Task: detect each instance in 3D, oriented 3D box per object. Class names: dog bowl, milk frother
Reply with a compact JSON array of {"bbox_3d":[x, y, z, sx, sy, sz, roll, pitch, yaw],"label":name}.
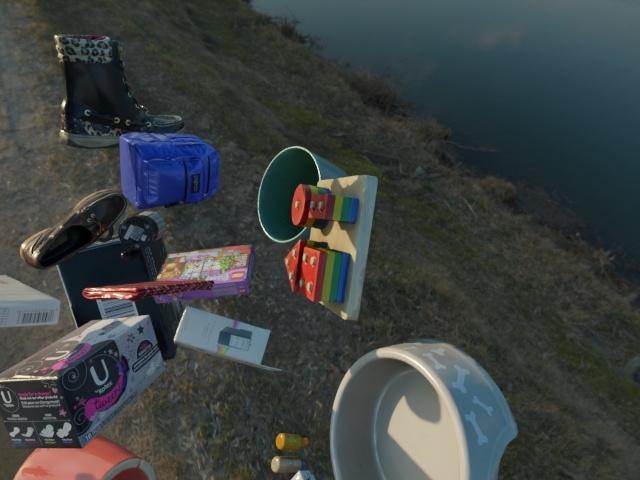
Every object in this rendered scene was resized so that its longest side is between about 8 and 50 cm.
[{"bbox_3d":[0.143,0.336,0.689,0.102,0.348,0.348,14,38,-32],"label":"dog bowl"},{"bbox_3d":[-0.485,-0.034,1.058,0.129,0.135,0.143,-44,102,0],"label":"milk frother"}]

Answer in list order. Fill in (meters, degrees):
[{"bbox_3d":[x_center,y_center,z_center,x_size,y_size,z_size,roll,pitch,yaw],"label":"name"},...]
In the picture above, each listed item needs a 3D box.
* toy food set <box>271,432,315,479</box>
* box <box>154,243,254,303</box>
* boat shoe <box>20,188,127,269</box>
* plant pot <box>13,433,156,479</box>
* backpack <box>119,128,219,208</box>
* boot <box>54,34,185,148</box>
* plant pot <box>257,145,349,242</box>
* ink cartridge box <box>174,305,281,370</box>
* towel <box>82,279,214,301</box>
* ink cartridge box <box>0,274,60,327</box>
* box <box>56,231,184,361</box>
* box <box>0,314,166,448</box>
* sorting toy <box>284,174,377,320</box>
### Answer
[{"bbox_3d":[-0.050,0.628,1.085,0.104,0.111,0.232,25,16,-39],"label":"toy food set"},{"bbox_3d":[-0.368,0.103,1.354,0.293,0.057,0.201,-7,34,1],"label":"box"},{"bbox_3d":[-0.442,-0.020,0.779,0.073,0.073,0.207,13,50,37],"label":"boat shoe"},{"bbox_3d":[-0.568,0.629,1.038,0.243,0.275,0.275,-5,39,26],"label":"plant pot"},{"bbox_3d":[-0.198,-0.091,0.575,0.120,0.098,0.101,-14,40,-42],"label":"backpack"},{"bbox_3d":[-0.349,-0.265,0.754,0.085,0.178,0.236,25,30,31],"label":"boot"},{"bbox_3d":[-0.018,-0.123,1.330,0.235,0.293,0.293,11,34,-43],"label":"plant pot"},{"bbox_3d":[-0.299,0.338,1.412,0.354,0.207,0.119,20,68,-12],"label":"ink cartridge box"},{"bbox_3d":[-0.444,0.128,1.107,0.199,0.031,0.275,-2,-1,27],"label":"towel"},{"bbox_3d":[-0.636,0.110,0.779,0.225,0.056,0.181,10,-1,30],"label":"ink cartridge box"},{"bbox_3d":[-0.764,0.212,1.684,0.297,0.479,0.472,-14,11,-12],"label":"box"},{"bbox_3d":[-0.451,0.260,0.814,0.163,0.142,0.247,-8,13,16],"label":"box"},{"bbox_3d":[0.000,0.000,0.835,0.089,0.257,0.255,7,3,-20],"label":"sorting toy"}]
